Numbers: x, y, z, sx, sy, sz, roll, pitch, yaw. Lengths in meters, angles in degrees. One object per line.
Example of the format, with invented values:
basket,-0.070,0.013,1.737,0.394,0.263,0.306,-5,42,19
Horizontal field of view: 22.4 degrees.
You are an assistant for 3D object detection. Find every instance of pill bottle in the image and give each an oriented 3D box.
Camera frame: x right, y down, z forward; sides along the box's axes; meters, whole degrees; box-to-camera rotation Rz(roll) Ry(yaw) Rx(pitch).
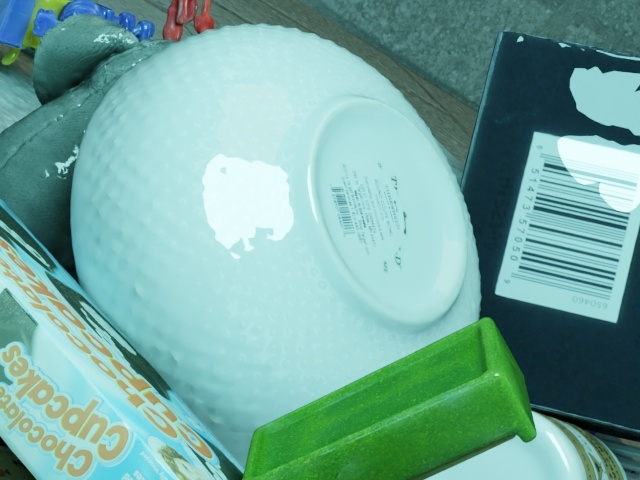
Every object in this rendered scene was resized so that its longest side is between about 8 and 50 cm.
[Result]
pill bottle,0.165,0.200,1.229,0.131,0.131,0.229,42,7,26

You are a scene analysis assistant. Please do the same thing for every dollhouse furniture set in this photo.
dollhouse furniture set,0.064,0.195,0.777,0.197,0.151,0.301,63,9,-12

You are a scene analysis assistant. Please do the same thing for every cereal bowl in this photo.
cereal bowl,0.000,0.000,1.121,0.339,0.141,0.338,23,58,-41

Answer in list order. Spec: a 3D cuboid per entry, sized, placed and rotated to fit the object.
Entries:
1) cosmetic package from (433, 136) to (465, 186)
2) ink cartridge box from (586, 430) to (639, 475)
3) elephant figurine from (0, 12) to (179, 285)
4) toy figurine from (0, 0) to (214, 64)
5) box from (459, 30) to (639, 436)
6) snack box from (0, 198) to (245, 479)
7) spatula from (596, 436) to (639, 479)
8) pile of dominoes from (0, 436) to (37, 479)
cosmetic package,0.030,-0.055,1.551,0.151,0.151,0.183,17,23,-50
ink cartridge box,0.368,0.275,1.661,0.186,0.065,0.311,32,15,-16
elephant figurine,-0.151,-0.092,1.228,0.169,0.239,0.186,35,13,-4
toy figurine,-0.279,-0.258,1.616,0.217,0.191,0.362,6,16,-37
box,0.237,0.018,1.436,0.212,0.293,0.395,13,-5,11
snack box,-0.148,0.073,0.919,0.322,0.060,0.187,45,1,22
spatula,0.201,0.175,1.412,0.242,0.019,0.168,11,-17,29
pile of dominoes,-0.148,0.151,0.814,0.251,0.040,0.196,41,14,21
